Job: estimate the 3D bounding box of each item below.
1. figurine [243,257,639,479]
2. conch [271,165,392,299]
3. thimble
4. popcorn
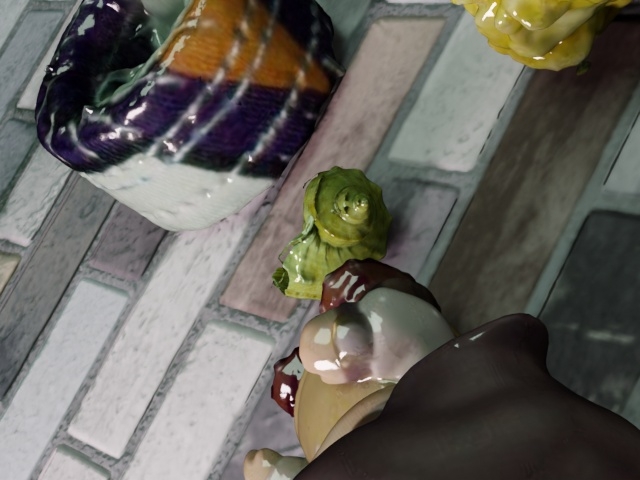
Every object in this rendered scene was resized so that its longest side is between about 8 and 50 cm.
[{"bbox_3d":[0.037,0.116,0.706,0.218,0.206,0.365,-48,36,9],"label":"figurine"},{"bbox_3d":[0.000,0.000,0.958,0.089,0.074,0.121,-31,-5,-35],"label":"conch"},{"bbox_3d":[-0.107,-0.135,1.133,0.237,0.150,0.237,-31,40,31],"label":"thimble"},{"bbox_3d":[0.162,-0.195,0.866,0.195,0.173,0.168,-10,21,44],"label":"popcorn"}]
